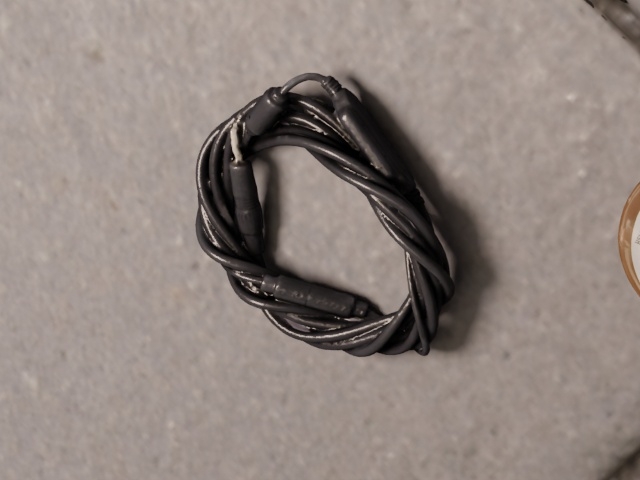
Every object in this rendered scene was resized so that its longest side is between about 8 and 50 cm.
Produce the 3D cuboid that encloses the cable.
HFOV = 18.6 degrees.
[{"bbox_3d":[0.000,0.000,1.163,0.150,0.047,0.184,-35,92,34],"label":"cable"}]

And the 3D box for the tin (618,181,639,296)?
[{"bbox_3d":[0.248,0.020,1.045,0.190,0.040,0.106,28,125,16],"label":"tin"}]
